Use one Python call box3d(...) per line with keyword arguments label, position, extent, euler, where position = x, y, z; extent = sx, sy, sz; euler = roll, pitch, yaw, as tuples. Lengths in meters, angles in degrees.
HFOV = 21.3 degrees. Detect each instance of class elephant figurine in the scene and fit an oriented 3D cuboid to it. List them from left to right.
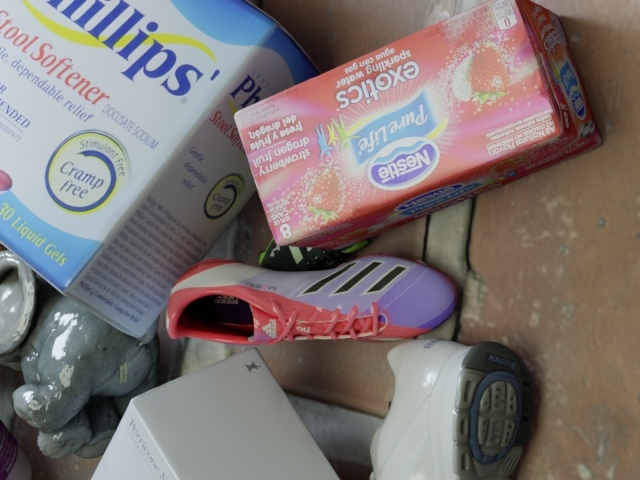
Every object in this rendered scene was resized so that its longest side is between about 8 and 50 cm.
box3d(label="elephant figurine", position=(-0.265, 0.081, 1.635), extent=(0.186, 0.169, 0.239), euler=(-35, 56, -10))

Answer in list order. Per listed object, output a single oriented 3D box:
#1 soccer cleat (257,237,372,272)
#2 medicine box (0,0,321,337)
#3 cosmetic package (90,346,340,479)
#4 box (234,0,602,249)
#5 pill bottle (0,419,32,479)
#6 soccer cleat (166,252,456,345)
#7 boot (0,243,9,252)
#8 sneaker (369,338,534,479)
box3d(label="soccer cleat", position=(0.000, 0.000, 1.501), extent=(0.072, 0.060, 0.179), euler=(40, 111, 26))
box3d(label="medicine box", position=(-0.189, -0.113, 1.511), extent=(0.263, 0.149, 0.289), euler=(36, 87, 27))
box3d(label="cosmetic package", position=(-0.083, 0.255, 1.479), extent=(0.224, 0.138, 0.225), euler=(56, 144, 19))
box3d(label="box", position=(0.079, -0.090, 1.371), extent=(0.257, 0.128, 0.123), euler=(-22, 80, 21))
box3d(label="pill bottle", position=(-0.428, 0.164, 1.664), extent=(0.169, 0.169, 0.301), euler=(-13, 121, 35))
box3d(label="soccer cleat", position=(-0.010, 0.060, 1.450), extent=(0.248, 0.095, 0.083), euler=(3, 118, 12))
box3d(label="boot", position=(-0.318, -0.026, 1.729), extent=(0.084, 0.059, 0.158), euler=(16, 104, 48))
box3d(label="sneaker", position=(0.099, 0.221, 1.436), extent=(0.129, 0.111, 0.297), euler=(16, 99, 50))
